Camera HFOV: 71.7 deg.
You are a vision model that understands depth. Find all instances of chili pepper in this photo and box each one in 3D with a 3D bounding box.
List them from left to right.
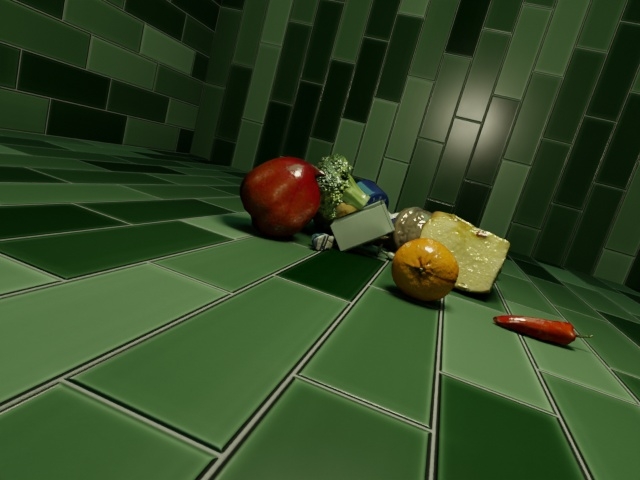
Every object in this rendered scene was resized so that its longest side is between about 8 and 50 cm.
[{"bbox_3d":[0.631,0.251,1.254,0.272,0.071,0.063,11,50,4],"label":"chili pepper"}]

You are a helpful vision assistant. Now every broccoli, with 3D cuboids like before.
[{"bbox_3d":[0.052,-0.214,1.801,0.235,0.259,0.288,-17,28,29],"label":"broccoli"}]

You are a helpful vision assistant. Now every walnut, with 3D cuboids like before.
[{"bbox_3d":[0.405,-0.018,1.865,0.249,0.248,0.248,15,11,-3],"label":"walnut"}]

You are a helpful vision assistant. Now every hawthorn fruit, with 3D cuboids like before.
[{"bbox_3d":[-0.148,-0.161,1.607,0.295,0.311,0.295,24,27,-13],"label":"hawthorn fruit"}]

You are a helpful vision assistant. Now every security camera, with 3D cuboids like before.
[{"bbox_3d":[0.274,0.057,1.791,0.092,0.058,0.058,31,14,14],"label":"security camera"}]

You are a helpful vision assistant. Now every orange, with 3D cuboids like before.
[{"bbox_3d":[0.303,0.086,1.293,0.193,0.193,0.161,17,15,9],"label":"orange"}]

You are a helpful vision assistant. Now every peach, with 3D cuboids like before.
[{"bbox_3d":[0.078,-0.146,2.042,0.214,0.235,0.214,19,19,-7],"label":"peach"}]

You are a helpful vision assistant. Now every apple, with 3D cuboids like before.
[{"bbox_3d":[0.519,0.036,1.630,0.309,0.252,0.314,24,39,24],"label":"apple"}]

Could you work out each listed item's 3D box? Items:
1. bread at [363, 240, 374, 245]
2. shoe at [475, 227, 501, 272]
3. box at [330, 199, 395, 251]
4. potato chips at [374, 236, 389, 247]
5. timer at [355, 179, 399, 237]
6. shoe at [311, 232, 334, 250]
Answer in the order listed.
[{"bbox_3d":[0.201,-0.014,1.961,0.077,0.070,0.083,23,14,37],"label":"bread"},{"bbox_3d":[0.702,0.034,2.086,0.172,0.198,0.351,6,13,-36],"label":"shoe"},{"bbox_3d":[0.171,-0.061,1.780,0.225,0.117,0.225,-22,6,9],"label":"box"},{"bbox_3d":[0.313,0.008,2.046,0.202,0.049,0.150,15,-11,-7],"label":"potato chips"},{"bbox_3d":[0.302,-0.112,2.230,0.270,0.270,0.383,4,28,-47],"label":"timer"},{"bbox_3d":[0.000,0.000,1.631,0.071,0.063,0.143,20,9,19],"label":"shoe"}]
